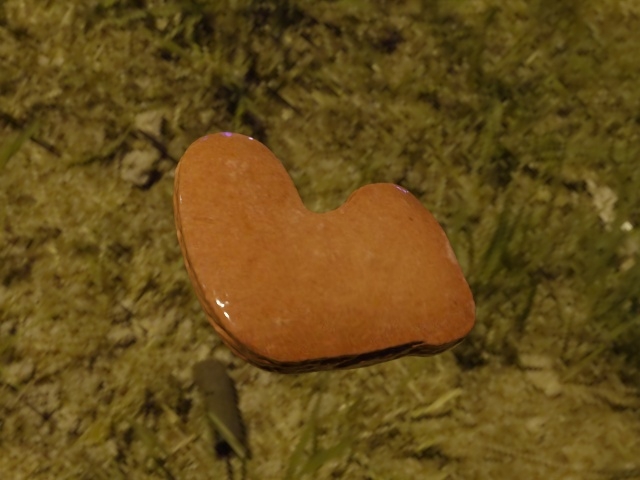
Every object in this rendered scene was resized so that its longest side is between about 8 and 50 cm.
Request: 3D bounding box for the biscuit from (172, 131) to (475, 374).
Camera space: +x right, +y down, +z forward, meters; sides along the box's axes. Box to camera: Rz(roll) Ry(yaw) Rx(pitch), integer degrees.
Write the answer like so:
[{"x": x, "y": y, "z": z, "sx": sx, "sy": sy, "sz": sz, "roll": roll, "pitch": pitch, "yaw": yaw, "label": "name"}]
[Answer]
[{"x": 0.000, "y": 0.000, "z": 0.841, "sx": 0.192, "sy": 0.036, "sz": 0.186, "roll": -5, "pitch": 59, "yaw": -24, "label": "biscuit"}]
